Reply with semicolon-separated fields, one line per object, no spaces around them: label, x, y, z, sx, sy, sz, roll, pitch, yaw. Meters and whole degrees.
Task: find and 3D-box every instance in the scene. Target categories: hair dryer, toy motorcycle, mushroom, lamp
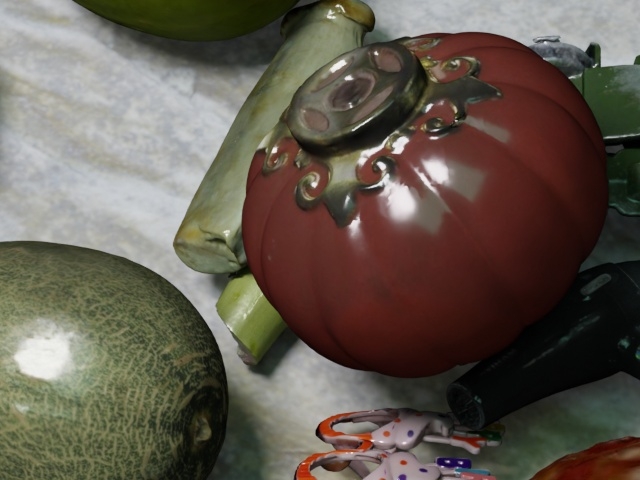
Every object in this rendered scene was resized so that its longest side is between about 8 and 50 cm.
hair dryer;0.260;0.126;1.583;0.235;0.091;0.272;-30;43;-28
toy motorcycle;0.272;-0.084;1.727;0.275;0.127;0.205;-3;62;13
mushroom;-0.036;-0.100;1.772;0.100;0.081;0.312;-18;38;48
lamp;0.083;-0.032;1.570;0.303;0.257;0.303;-22;38;18

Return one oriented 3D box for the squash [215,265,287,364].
squash;0.000;0.000;1.736;0.083;0.083;0.250;39;75;22

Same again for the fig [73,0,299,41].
fig;-0.142;-0.323;1.805;0.316;0.316;0.316;-3;63;6

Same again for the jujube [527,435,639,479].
jujube;0.303;0.288;1.453;0.377;0.276;0.276;7;65;9

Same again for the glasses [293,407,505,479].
glasses;0.072;0.202;1.578;0.162;0.095;0.255;-6;18;11

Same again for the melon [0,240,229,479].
melon;-0.230;0.119;1.612;0.329;0.248;0.248;17;66;25
